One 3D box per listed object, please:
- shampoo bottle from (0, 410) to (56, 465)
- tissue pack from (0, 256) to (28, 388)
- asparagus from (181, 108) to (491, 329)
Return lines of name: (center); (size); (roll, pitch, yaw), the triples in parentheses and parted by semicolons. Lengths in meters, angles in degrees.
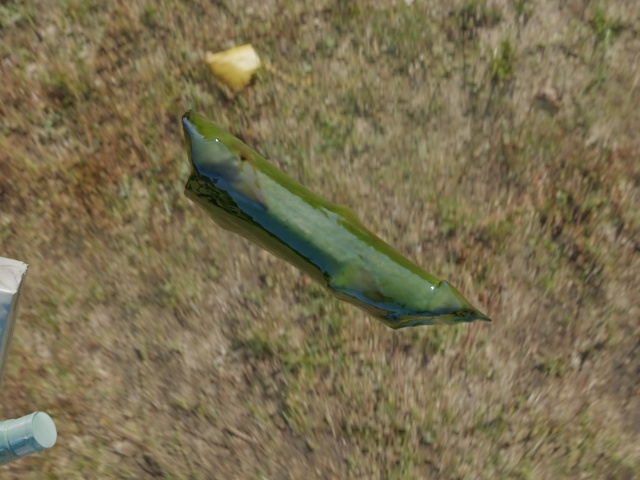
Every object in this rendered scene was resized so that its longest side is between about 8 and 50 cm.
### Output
shampoo bottle: (-0.327, 0.198, 1.327); (0.191, 0.069, 0.041); (-20, 99, 24)
tissue pack: (-0.424, 0.094, 1.439); (0.225, 0.124, 0.184); (13, 103, -7)
asparagus: (0.000, 0.000, 1.340); (0.343, 0.082, 0.085); (36, 81, 3)
